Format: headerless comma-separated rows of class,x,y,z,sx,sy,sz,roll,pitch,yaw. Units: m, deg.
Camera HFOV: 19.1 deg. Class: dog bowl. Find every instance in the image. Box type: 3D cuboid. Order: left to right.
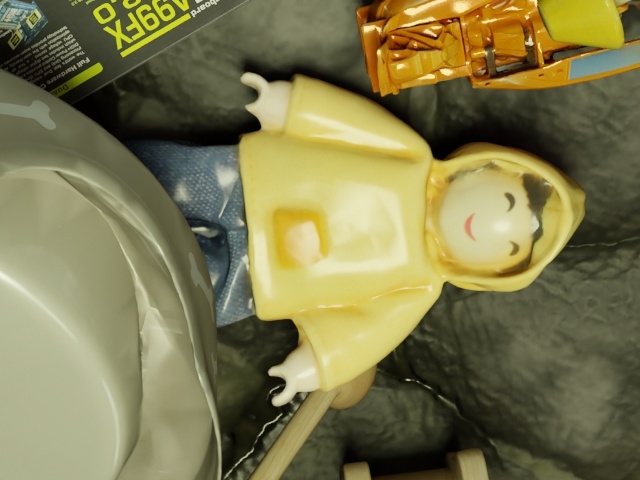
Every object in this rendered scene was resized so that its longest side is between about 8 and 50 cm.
dog bowl,-0.209,0.048,0.921,0.348,0.102,0.349,6,134,6

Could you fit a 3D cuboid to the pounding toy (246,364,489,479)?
pounding toy,0.022,0.193,1.055,0.155,0.269,0.154,-6,152,-2

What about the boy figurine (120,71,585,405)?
boy figurine,0.000,0.000,1.007,0.285,0.092,0.177,1,90,-1

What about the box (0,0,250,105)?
box,-0.192,-0.145,0.918,0.270,0.060,0.216,-30,129,4

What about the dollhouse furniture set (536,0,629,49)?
dollhouse furniture set,0.024,-0.244,0.767,0.198,0.303,0.286,-23,138,3

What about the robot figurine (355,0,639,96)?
robot figurine,0.154,-0.172,0.963,0.291,0.085,0.211,-13,114,1
